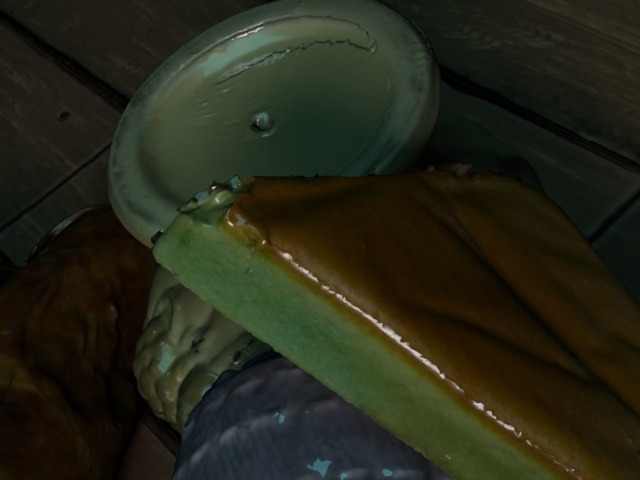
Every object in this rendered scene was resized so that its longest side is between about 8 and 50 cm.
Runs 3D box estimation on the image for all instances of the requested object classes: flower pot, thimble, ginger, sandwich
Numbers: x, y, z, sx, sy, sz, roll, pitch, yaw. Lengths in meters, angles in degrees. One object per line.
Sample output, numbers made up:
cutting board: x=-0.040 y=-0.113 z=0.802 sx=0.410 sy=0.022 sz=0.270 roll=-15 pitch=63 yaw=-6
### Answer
flower pot: x=0.000 y=0.000 z=0.817 sx=0.307 sy=0.244 sz=0.307 roll=-14 pitch=44 yaw=14
thimble: x=0.022 y=0.170 z=0.653 sx=0.205 sy=0.236 sz=0.172 roll=-17 pitch=42 yaw=18
ginger: x=-0.249 y=0.152 z=0.843 sx=0.254 sy=0.176 sz=0.418 roll=-16 pitch=42 yaw=22
sandwich: x=0.074 y=0.056 z=0.577 sx=0.245 sy=0.063 sz=0.212 roll=-3 pitch=48 yaw=-42
